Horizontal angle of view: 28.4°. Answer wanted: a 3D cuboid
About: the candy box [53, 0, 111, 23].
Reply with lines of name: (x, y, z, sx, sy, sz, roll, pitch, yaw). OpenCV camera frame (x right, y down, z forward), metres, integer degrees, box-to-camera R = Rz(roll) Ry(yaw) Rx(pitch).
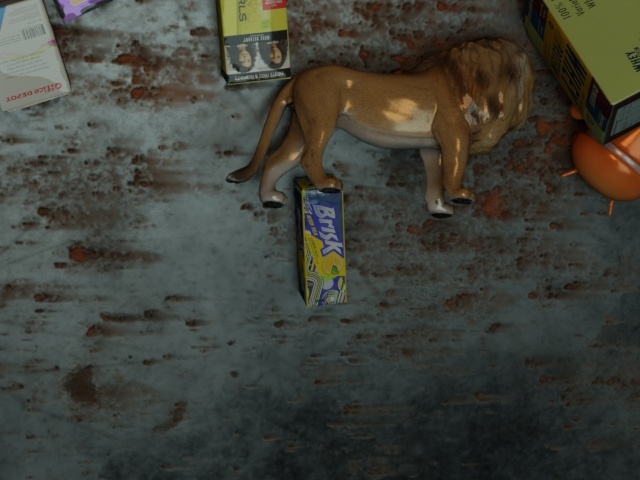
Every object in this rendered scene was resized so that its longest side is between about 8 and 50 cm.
candy box: (-0.269, -0.379, 1.466, 0.165, 0.070, 0.196, -25, 115, -3)

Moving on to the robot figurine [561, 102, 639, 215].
robot figurine: (0.425, -0.145, 1.699, 0.219, 0.128, 0.158, -51, 134, 7)

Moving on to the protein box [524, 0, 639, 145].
protein box: (0.395, -0.266, 1.589, 0.201, 0.136, 0.200, -28, 72, -3)

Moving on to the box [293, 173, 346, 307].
box: (0.000, 0.000, 1.686, 0.059, 0.054, 0.169, -7, 111, -12)

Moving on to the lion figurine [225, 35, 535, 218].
lion figurine: (0.082, -0.159, 1.597, 0.392, 0.142, 0.240, 5, 75, -9)

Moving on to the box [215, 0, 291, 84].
box: (-0.087, -0.312, 1.544, 0.087, 0.058, 0.232, -7, 111, -11)

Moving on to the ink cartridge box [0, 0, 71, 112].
ink cartridge box: (-0.358, -0.226, 1.512, 0.088, 0.052, 0.122, -17, 112, -7)
